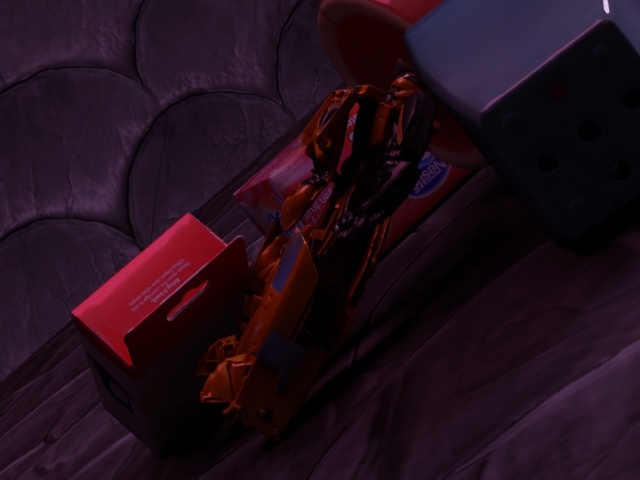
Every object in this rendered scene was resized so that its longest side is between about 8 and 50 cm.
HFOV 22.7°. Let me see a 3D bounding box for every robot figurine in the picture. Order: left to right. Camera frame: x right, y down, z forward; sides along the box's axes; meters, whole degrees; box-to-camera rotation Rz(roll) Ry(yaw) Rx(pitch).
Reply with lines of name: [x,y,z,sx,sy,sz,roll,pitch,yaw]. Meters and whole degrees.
robot figurine: [0.000,0.000,1.214,0.291,0.085,0.211,-65,9,0]

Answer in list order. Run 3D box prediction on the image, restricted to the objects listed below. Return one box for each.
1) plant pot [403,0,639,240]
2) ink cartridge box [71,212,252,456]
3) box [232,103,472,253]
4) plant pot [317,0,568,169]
plant pot: [0.169,-0.104,1.093,0.165,0.165,0.234,-37,13,14]
ink cartridge box: [-0.126,0.072,1.335,0.134,0.078,0.231,-42,-23,-21]
box: [0.059,-0.081,1.539,0.257,0.128,0.122,-42,9,-20]
plant pot: [0.146,-0.210,1.332,0.243,0.275,0.275,-48,10,-18]
